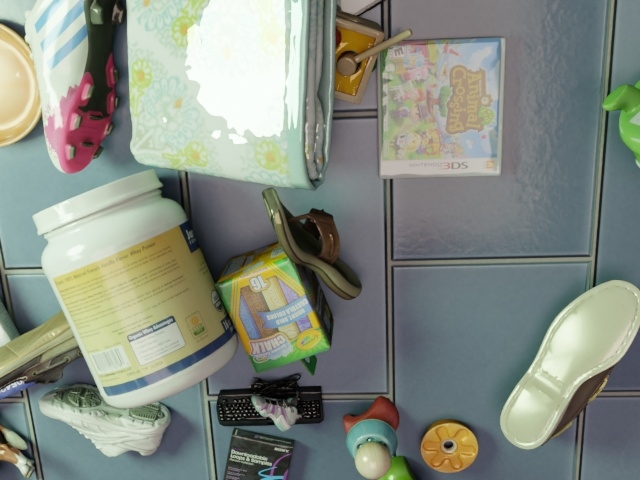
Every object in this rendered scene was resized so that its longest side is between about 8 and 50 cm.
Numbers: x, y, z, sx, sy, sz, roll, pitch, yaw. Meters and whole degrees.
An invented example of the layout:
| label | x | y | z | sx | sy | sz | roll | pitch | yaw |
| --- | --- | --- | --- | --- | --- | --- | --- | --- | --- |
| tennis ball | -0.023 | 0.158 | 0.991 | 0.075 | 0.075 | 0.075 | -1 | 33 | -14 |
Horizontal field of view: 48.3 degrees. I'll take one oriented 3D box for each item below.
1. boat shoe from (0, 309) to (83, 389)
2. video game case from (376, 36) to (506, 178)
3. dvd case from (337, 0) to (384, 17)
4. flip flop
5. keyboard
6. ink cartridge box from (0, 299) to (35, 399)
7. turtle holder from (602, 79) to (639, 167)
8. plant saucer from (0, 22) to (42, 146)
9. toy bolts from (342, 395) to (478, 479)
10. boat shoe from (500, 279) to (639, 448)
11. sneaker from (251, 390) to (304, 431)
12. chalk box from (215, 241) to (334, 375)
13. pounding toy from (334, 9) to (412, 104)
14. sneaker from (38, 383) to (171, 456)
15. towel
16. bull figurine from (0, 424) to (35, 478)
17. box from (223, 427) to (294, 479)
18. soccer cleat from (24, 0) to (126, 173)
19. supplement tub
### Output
| label | x | y | z | sx | sy | sz | roll | pitch | yaw |
| --- | --- | --- | --- | --- | --- | --- | --- | --- | --- |
| boat shoe | -0.457 | 0.194 | 1.185 | 0.285 | 0.103 | 0.092 | -34 | 114 | -19 |
| video game case | 0.185 | -0.202 | 1.103 | 0.194 | 0.023 | 0.212 | -1 | 107 | 3 |
| dvd case | -0.025 | -0.388 | 1.058 | 0.253 | 0.022 | 0.180 | -30 | 103 | 11 |
| flip flop | 0.000 | 0.000 | 1.089 | 0.080 | 0.112 | 0.277 | -34 | 134 | 13 |
| keyboard | -0.093 | 0.291 | 1.265 | 0.192 | 0.038 | 0.100 | -4 | 107 | 3 |
| ink cartridge box | -0.696 | 0.173 | 1.198 | 0.324 | 0.071 | 0.330 | -25 | 101 | -7 |
| turtle holder | 0.582 | -0.191 | 1.001 | 0.227 | 0.243 | 0.320 | 46 | 64 | -25 |
| plant saucer | -0.525 | -0.247 | 1.122 | 0.200 | 0.037 | 0.199 | 1 | 107 | 2 |
| toy bolts | 0.150 | 0.383 | 1.216 | 0.218 | 0.158 | 0.228 | -38 | 102 | 13 |
| boat shoe | 0.422 | 0.205 | 1.180 | 0.117 | 0.097 | 0.324 | 39 | 106 | 34 |
| sneaker | -0.068 | 0.280 | 1.230 | 0.069 | 0.038 | 0.098 | -40 | 122 | 8 |
| chalk box | -0.060 | 0.121 | 1.161 | 0.132 | 0.132 | 0.213 | -19 | 104 | 8 |
| pounding toy | 0.039 | -0.273 | 1.034 | 0.141 | 0.100 | 0.130 | 14 | 117 | -11 |
| sneaker | -0.391 | 0.333 | 1.270 | 0.232 | 0.090 | 0.115 | 16 | 111 | -1 |
| towel | -0.132 | -0.273 | 1.015 | 0.321 | 0.090 | 0.374 | 12 | 109 | 28 |
| bull figurine | -0.653 | 0.459 | 1.315 | 0.189 | 0.101 | 0.310 | 26 | 108 | -7 |
| box | -0.119 | 0.430 | 1.313 | 0.116 | 0.029 | 0.162 | 11 | 106 | 0 |
| soccer cleat | -0.383 | -0.272 | 1.080 | 0.143 | 0.116 | 0.331 | 18 | 106 | 14 |
| supplement tub | -0.283 | 0.070 | 1.097 | 0.228 | 0.228 | 0.316 | -21 | 98 | 9 |
